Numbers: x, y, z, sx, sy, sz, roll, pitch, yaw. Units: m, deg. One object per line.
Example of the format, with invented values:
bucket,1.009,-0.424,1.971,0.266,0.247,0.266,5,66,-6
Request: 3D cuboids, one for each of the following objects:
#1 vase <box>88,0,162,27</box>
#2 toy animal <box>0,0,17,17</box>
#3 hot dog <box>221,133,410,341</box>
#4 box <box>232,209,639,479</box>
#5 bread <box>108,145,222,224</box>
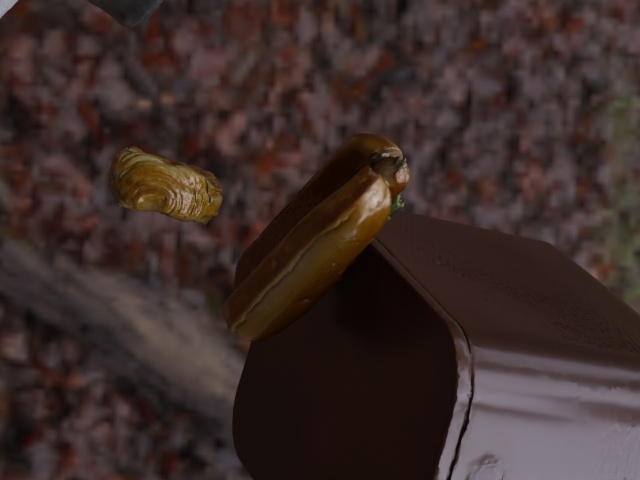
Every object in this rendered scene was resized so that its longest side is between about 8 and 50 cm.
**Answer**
vase,-0.172,-0.167,0.777,0.237,0.115,0.115,20,71,-23
toy animal,-0.332,-0.211,1.198,0.289,0.249,0.174,1,87,-52
hot dog,0.000,0.000,1.305,0.236,0.062,0.092,-44,-162,51
box,0.108,0.133,1.384,0.229,0.339,0.239,9,108,-24
bread,-0.111,-0.037,1.301,0.111,0.083,0.044,-164,-89,-81
